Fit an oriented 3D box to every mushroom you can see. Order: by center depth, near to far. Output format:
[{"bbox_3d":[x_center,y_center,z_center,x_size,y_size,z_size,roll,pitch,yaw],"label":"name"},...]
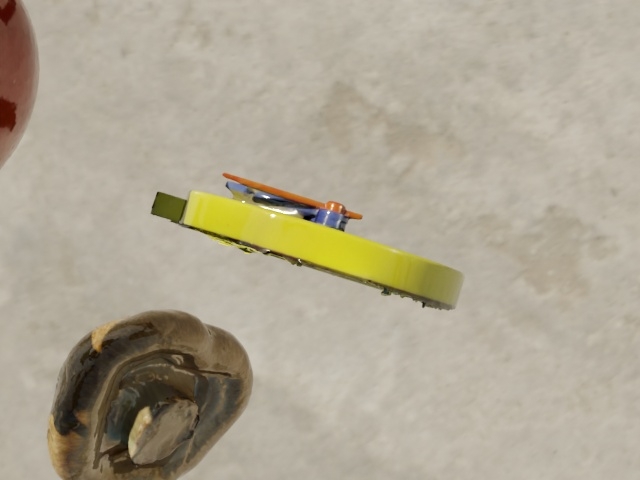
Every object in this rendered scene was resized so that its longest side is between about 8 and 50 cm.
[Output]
[{"bbox_3d":[-0.207,0.191,1.887,0.146,0.278,0.278,41,123,43],"label":"mushroom"}]

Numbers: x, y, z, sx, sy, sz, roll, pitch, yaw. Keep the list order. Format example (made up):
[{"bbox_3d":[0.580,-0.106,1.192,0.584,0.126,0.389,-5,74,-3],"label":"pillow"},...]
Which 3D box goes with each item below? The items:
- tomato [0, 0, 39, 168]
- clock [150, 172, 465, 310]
[{"bbox_3d":[-0.411,-0.158,1.380,0.321,0.321,0.321,8,106,31],"label":"tomato"},{"bbox_3d":[0.002,-0.004,1.499,0.293,0.277,0.071,18,90,49],"label":"clock"}]
